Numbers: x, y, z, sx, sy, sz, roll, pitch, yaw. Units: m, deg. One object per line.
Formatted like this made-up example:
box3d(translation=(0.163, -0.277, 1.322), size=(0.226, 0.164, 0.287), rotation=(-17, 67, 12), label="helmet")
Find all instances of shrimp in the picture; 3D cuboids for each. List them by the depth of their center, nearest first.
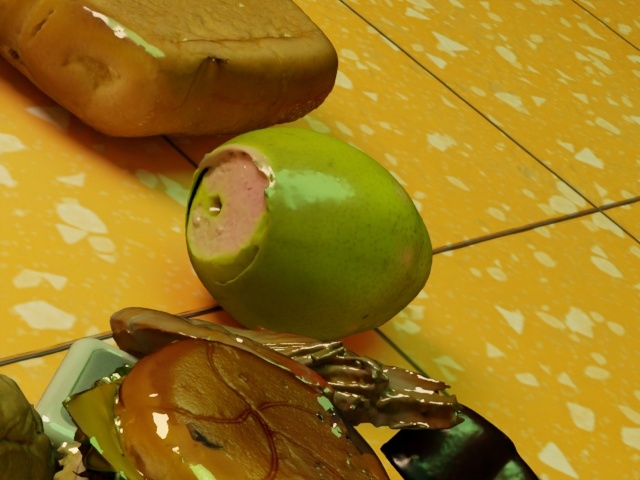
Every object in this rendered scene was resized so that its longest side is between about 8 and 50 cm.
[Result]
box3d(translation=(-0.034, 0.090, 1.331), size=(0.287, 0.063, 0.152), rotation=(10, -12, 32), label="shrimp")

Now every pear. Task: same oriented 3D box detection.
box3d(translation=(-0.006, 0.000, 1.515), size=(0.220, 0.187, 0.187), rotation=(16, 27, -48), label="pear")

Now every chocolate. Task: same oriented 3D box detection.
box3d(translation=(0.118, 0.183, 1.364), size=(0.148, 0.080, 0.125), rotation=(47, -4, -4), label="chocolate")

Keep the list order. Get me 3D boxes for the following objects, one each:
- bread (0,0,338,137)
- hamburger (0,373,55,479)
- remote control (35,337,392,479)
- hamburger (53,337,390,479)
box3d(translation=(-0.175, -0.206, 1.737), size=(0.328, 0.148, 0.337), rotation=(44, 30, 21), label="bread")
box3d(translation=(-0.247, 0.165, 0.986), size=(0.132, 0.211, 0.309), rotation=(29, 29, 13), label="hamburger")
box3d(translation=(-0.062, 0.172, 1.293), size=(0.296, 0.056, 0.140), rotation=(26, 29, -2), label="remote control")
box3d(translation=(-0.060, 0.168, 1.141), size=(0.243, 0.138, 0.262), rotation=(40, 23, 12), label="hamburger")
